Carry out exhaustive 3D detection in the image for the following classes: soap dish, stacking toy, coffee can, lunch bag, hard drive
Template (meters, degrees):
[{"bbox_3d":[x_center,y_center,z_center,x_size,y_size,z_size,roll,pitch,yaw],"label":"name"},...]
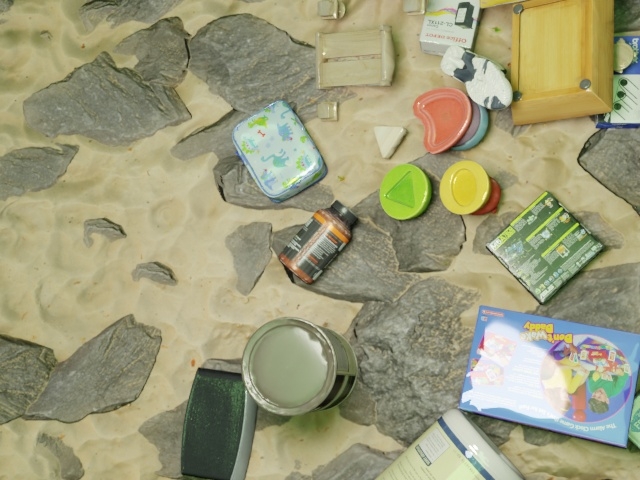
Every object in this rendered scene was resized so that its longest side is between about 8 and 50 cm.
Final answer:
[{"bbox_3d":[0.535,-0.418,1.904,0.228,0.118,0.291,-3,78,35],"label":"soap dish"},{"bbox_3d":[0.280,-0.182,1.985,0.279,0.130,0.309,-17,73,35],"label":"stacking toy"},{"bbox_3d":[-0.037,0.278,1.857,0.201,0.275,0.202,-2,80,12],"label":"coffee can"},{"bbox_3d":[-0.102,-0.213,2.051,0.176,0.090,0.219,-33,76,4],"label":"lunch bag"},{"bbox_3d":[-0.241,0.433,1.987,0.171,0.054,0.255,6,82,13],"label":"hard drive"}]

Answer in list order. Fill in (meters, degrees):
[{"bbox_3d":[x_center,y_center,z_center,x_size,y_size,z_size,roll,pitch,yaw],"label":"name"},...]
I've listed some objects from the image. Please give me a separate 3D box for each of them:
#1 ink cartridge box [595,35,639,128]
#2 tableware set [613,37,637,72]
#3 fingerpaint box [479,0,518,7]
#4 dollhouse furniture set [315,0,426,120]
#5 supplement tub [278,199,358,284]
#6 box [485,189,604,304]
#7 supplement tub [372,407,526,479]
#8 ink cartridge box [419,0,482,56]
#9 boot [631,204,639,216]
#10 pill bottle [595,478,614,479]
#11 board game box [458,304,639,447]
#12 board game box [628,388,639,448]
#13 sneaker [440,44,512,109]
[{"bbox_3d":[0.679,-0.361,1.936,0.097,0.046,0.207,1,80,11],"label":"ink cartridge box"},{"bbox_3d":[0.620,-0.391,1.924,0.141,0.020,0.169,38,103,34],"label":"tableware set"},{"bbox_3d":[0.560,-0.752,1.921,0.444,0.163,0.371,-6,63,11],"label":"fingerpaint box"},{"bbox_3d":[0.159,-0.463,2.019,0.303,0.173,0.356,6,99,37],"label":"dollhouse furniture set"},{"bbox_3d":[0.000,0.000,1.985,0.106,0.106,0.198,42,91,15],"label":"supplement tub"},{"bbox_3d":[0.503,0.015,1.910,0.190,0.045,0.184,-43,73,3],"label":"box"},{"bbox_3d":[0.245,0.540,1.774,0.325,0.235,0.235,-44,75,2],"label":"supplement tub"},{"bbox_3d":[0.317,-0.534,2.027,0.127,0.072,0.175,11,82,13],"label":"ink cartridge box"},{"bbox_3d":[0.799,-0.069,1.850,0.197,0.077,0.137,-30,71,4],"label":"boot"},{"bbox_3d":[0.553,0.567,1.759,0.245,0.130,0.131,-11,78,10],"label":"pill bottle"},{"bbox_3d":[0.491,0.287,1.810,0.347,0.078,0.233,10,77,22],"label":"board game box"},{"bbox_3d":[0.834,0.378,1.765,0.319,0.066,0.318,-46,75,2],"label":"board game box"},{"bbox_3d":[0.392,-0.357,1.931,0.235,0.153,0.094,44,117,48],"label":"sneaker"}]
